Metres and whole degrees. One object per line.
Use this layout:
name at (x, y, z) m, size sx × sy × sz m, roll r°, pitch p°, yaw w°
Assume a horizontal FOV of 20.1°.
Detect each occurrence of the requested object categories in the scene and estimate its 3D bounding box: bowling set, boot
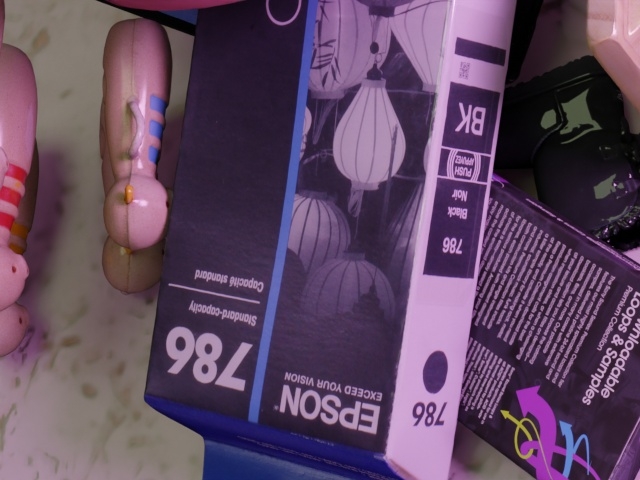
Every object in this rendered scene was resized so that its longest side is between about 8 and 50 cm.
bowling set at (-0.116, -0.033, 1.005) m, size 0.200 × 0.287 × 0.154 m, roll 0°, pitch 74°, yaw -3°
boot at (0.117, -0.032, 0.932) m, size 0.121 × 0.045 × 0.099 m, roll -24°, pitch 66°, yaw 25°

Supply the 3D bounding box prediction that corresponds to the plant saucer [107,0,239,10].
plant saucer at (-0.033, -0.226, 0.919) m, size 0.332 × 0.084 × 0.332 m, roll -17°, pitch 39°, yaw 15°

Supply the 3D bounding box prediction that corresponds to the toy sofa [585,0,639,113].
toy sofa at (0.303, -0.161, 0.796) m, size 0.363 × 0.150 × 0.177 m, roll -12°, pitch 60°, yaw 29°

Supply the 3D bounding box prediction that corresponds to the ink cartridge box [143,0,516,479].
ink cartridge box at (0.000, 0.000, 0.920) m, size 0.165 × 0.065 × 0.332 m, roll 8°, pitch 93°, yaw 37°

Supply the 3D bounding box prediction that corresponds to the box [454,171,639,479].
box at (0.104, 0.046, 0.893) m, size 0.162 × 0.029 × 0.116 m, roll 37°, pitch 111°, yaw 37°

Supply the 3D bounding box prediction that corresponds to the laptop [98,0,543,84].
laptop at (0.014, -0.220, 1.010) m, size 0.264 × 0.137 × 0.234 m, roll 8°, pitch 76°, yaw 52°
